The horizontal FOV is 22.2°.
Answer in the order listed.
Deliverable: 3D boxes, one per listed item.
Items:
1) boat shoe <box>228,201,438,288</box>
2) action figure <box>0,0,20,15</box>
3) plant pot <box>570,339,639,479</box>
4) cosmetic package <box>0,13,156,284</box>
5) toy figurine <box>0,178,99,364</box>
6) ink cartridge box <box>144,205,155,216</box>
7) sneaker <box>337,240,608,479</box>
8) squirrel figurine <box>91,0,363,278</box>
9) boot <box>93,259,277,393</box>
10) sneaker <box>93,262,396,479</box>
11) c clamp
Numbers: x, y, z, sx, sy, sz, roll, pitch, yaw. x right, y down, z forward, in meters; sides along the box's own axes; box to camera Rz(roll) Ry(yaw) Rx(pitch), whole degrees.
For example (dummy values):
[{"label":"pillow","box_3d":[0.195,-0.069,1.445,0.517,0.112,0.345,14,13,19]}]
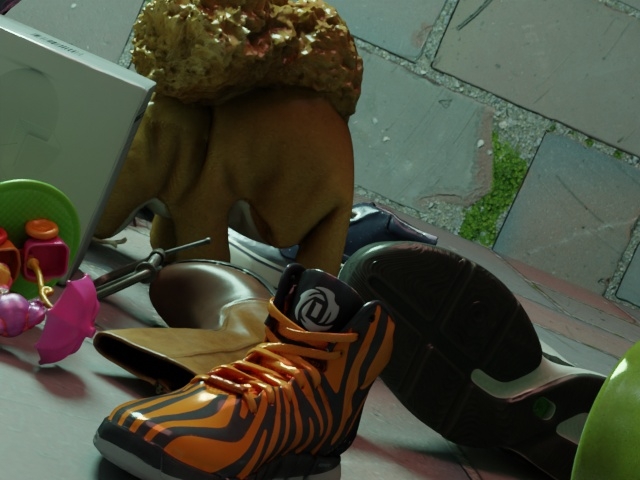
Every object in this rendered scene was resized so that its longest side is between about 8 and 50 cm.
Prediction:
[{"label":"boat shoe","box_3d":[0.000,0.000,2.238,0.340,0.158,0.127,24,7,0]},{"label":"action figure","box_3d":[-0.452,-0.298,1.928,0.248,0.275,0.370,23,-7,-6]},{"label":"plant pot","box_3d":[0.412,0.228,1.367,0.353,0.366,0.366,15,1,35]},{"label":"cosmetic package","box_3d":[-0.321,-0.105,1.718,0.224,0.224,0.138,24,7,-4]},{"label":"toy figurine","box_3d":[-0.261,0.042,1.398,0.173,0.130,0.159,-6,32,-28]},{"label":"ink cartridge box","box_3d":[-0.220,-0.073,2.387,0.255,0.097,0.189,59,-11,-27]},{"label":"sneaker","box_3d":[0.138,0.132,1.796,0.447,0.169,0.257,35,-9,-31]},{"label":"squirrel figurine","box_3d":[-0.151,-0.143,1.951,0.370,0.397,0.281,9,21,-14]},{"label":"boot","box_3d":[-0.125,0.101,1.554,0.264,0.096,0.280,36,19,25]},{"label":"sneaker","box_3d":[-0.050,0.102,1.274,0.124,0.180,0.321,27,8,23]},{"label":"c clamp","box_3d":[-0.189,0.030,1.654,0.137,0.022,0.160,-20,8,9]}]
